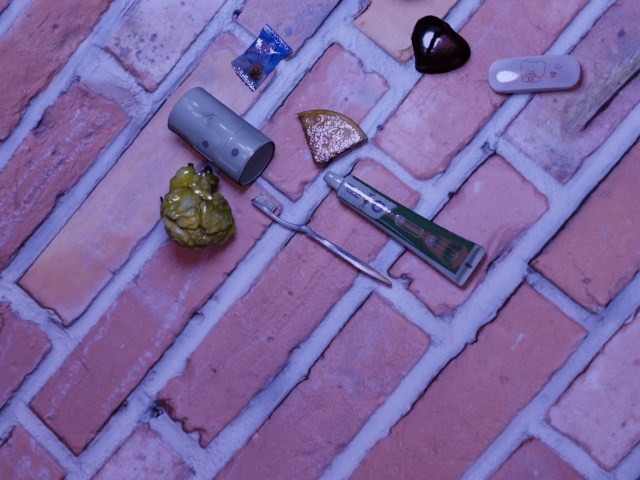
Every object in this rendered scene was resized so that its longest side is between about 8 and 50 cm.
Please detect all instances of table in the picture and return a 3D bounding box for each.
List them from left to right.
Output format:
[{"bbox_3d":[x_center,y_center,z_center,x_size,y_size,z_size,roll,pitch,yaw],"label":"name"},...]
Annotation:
[{"bbox_3d":[-0.224,-0.236,1.953,0.220,0.126,0.126,39,93,13],"label":"table"}]

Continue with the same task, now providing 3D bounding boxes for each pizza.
[{"bbox_3d":[0.019,-0.230,1.945,0.178,0.041,0.130,9,84,12],"label":"pizza"}]

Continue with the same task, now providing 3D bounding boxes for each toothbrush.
[{"bbox_3d":[0.000,0.000,1.935,0.375,0.028,0.037,33,85,13],"label":"toothbrush"}]

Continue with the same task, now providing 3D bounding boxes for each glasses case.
[{"bbox_3d":[0.460,-0.360,1.861,0.194,0.049,0.074,-1,84,10],"label":"glasses case"}]

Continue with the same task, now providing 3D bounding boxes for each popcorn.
[{"bbox_3d":[-0.290,-0.072,1.935,0.173,0.168,0.195,-48,62,41],"label":"popcorn"}]

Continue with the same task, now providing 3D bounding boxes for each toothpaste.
[{"bbox_3d":[0.172,-0.043,1.889,0.392,0.061,0.098,33,92,10],"label":"toothpaste"}]

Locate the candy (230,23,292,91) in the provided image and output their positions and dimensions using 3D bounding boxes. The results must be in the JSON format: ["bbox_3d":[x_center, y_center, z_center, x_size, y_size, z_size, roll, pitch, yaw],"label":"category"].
[{"bbox_3d":[-0.140,-0.424,2.000,0.088,0.038,0.136,45,102,-2],"label":"candy"}]

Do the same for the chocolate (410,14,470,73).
[{"bbox_3d":[0.247,-0.433,1.897,0.125,0.080,0.148,-43,80,5],"label":"chocolate"}]
